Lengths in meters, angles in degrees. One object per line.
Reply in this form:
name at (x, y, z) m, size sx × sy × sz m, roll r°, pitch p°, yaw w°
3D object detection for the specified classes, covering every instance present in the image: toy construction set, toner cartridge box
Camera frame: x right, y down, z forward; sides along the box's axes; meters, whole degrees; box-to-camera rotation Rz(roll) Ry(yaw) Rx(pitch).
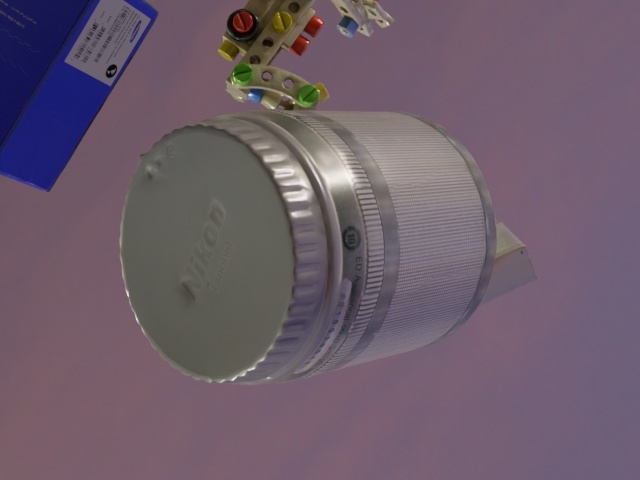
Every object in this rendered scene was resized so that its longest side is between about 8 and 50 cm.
toy construction set at (-0.025, -0.297, 1.593) m, size 0.327 × 0.215 × 0.151 m, roll -55°, pitch 180°, yaw -23°
toner cartridge box at (-0.305, -0.195, 0.834) m, size 0.348 × 0.075 × 0.165 m, roll 34°, pitch -88°, yaw 25°

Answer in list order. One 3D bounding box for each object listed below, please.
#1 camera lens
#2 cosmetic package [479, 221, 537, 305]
camera lens at (0.000, 0.000, 0.891) m, size 0.219 × 0.274 × 0.219 m, roll 5°, pitch -82°, yaw 41°
cosmetic package at (0.164, 0.063, 1.433) m, size 0.239 × 0.060 × 0.099 m, roll -25°, pitch -160°, yaw 0°
